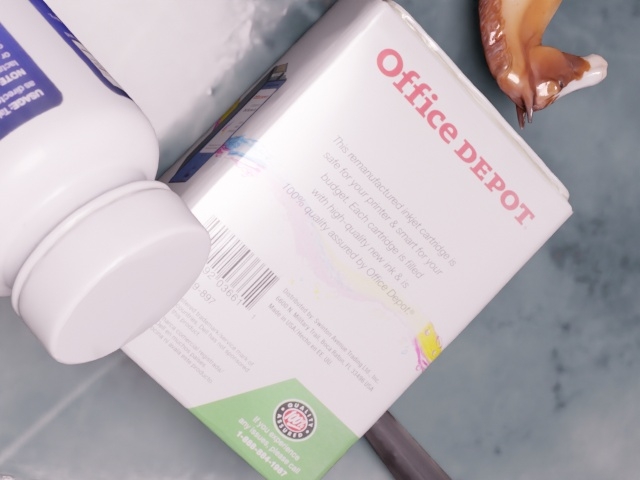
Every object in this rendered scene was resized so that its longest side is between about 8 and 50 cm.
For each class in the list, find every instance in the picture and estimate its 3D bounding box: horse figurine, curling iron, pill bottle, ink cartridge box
[{"bbox_3d":[0.125,-0.213,0.676,0.175,0.066,0.263,-26,107,-15],"label":"horse figurine"},{"bbox_3d":[0.091,0.196,0.747,0.068,0.035,0.274,-41,110,-31],"label":"curling iron"},{"bbox_3d":[-0.138,-0.041,0.563,0.112,0.112,0.186,-40,72,-6],"label":"pill bottle"},{"bbox_3d":[0.000,0.000,0.662,0.212,0.093,0.154,-46,109,-2],"label":"ink cartridge box"}]
